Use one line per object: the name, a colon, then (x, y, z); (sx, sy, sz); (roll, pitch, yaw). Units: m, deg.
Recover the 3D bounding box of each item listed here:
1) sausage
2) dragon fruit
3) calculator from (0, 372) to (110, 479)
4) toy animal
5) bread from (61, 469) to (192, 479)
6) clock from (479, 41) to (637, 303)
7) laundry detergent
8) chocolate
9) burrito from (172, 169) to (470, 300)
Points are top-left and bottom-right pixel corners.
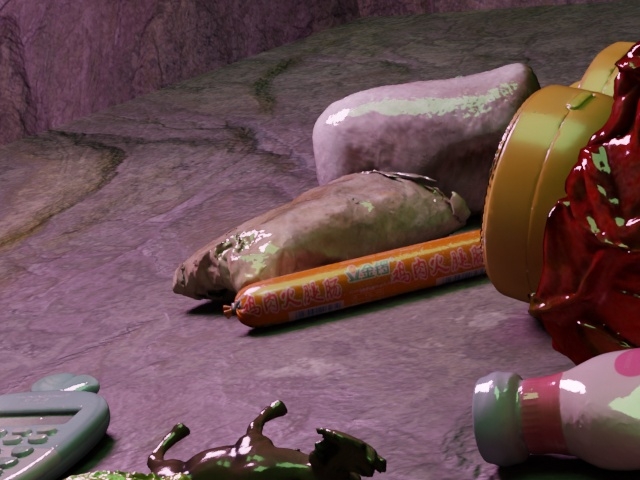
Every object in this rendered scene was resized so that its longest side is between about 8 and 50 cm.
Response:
sausage: (0.061, 0.042, 2.080); (0.348, 0.053, 0.053); (-13, 15, -8)
dragon fruit: (0.317, -0.035, 1.635); (0.302, 0.330, 0.240); (-12, 15, 7)
calculator: (-0.305, 0.199, 1.787); (0.184, 0.042, 0.295); (-4, 19, 26)
toy animal: (-0.045, 0.198, 1.527); (0.214, 0.093, 0.186); (-17, 9, 7)
bread: (-0.146, 0.239, 1.382); (0.129, 0.111, 0.114); (-7, 19, 8)
clock: (0.295, -0.055, 1.916); (0.200, 0.244, 0.317); (15, 30, 32)
laundry detergent: (0.290, 0.134, 1.496); (0.335, 0.087, 0.159); (-7, 19, 19)
chocolate: (0.144, -0.108, 2.318); (0.303, 0.185, 0.100); (-11, 13, 2)
burrito: (-0.007, -0.004, 2.222); (0.348, 0.107, 0.175); (-22, 29, -31)
